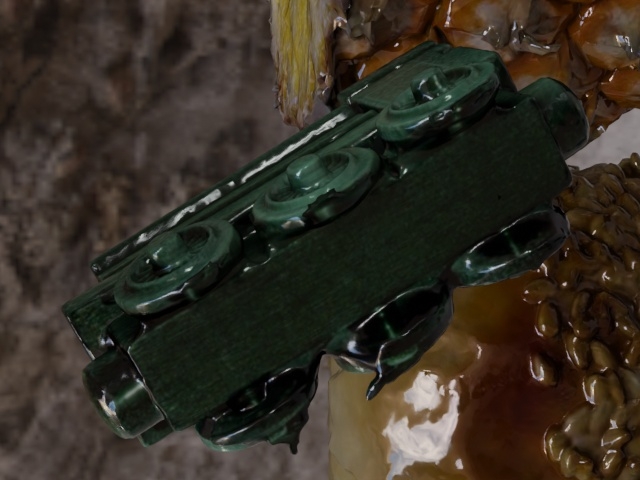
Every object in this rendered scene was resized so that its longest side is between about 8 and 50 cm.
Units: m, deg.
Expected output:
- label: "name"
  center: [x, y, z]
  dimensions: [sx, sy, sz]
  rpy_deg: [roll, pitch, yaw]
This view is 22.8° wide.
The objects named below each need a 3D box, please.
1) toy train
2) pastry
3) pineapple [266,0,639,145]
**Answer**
- label: "toy train"
  center: [0.000, 0.000, 0.487]
  dimensions: [0.071, 0.170, 0.111]
  rpy_deg: [61, 169, -16]
- label: "pastry"
  center: [0.202, 0.130, 1.122]
  dimensions: [0.245, 0.409, 0.410]
  rpy_deg: [-11, 84, 61]
- label: "pineapple"
  center: [0.113, -0.204, 0.837]
  dimensions: [0.352, 0.300, 0.352]
  rpy_deg: [171, 90, -84]
